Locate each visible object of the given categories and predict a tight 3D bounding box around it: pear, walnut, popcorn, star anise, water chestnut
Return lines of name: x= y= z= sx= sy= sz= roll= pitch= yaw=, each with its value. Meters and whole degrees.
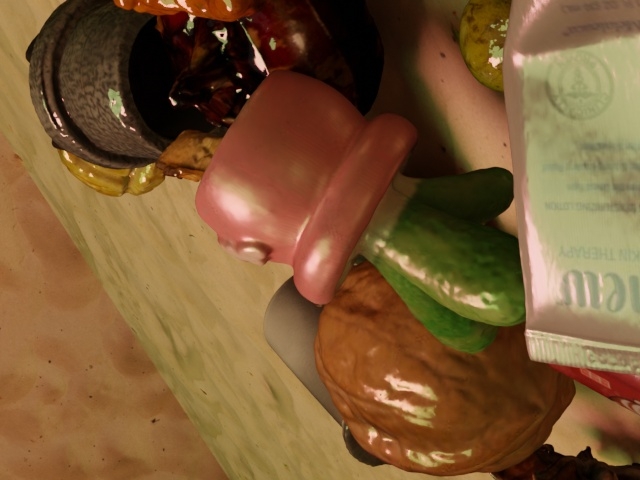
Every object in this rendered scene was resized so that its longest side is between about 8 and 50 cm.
pear: x=0.184 y=-0.195 z=1.125 sx=0.107 sy=0.107 sz=0.131 roll=52 pitch=167 yaw=-6
walnut: x=0.166 y=0.159 z=1.531 sx=0.344 sy=0.306 sz=0.306 roll=26 pitch=150 yaw=48
popcorn: x=-0.350 y=-0.214 z=2.048 sx=0.225 sy=0.276 sz=0.276 roll=13 pitch=160 yaw=-7
star anise: x=0.360 y=0.325 z=1.571 sx=0.288 sy=0.088 sz=0.288 roll=11 pitch=-177 yaw=-1
water chestnut: x=-0.076 y=-0.229 z=1.359 sx=0.300 sy=0.300 sz=0.300 roll=41 pitch=158 yaw=21

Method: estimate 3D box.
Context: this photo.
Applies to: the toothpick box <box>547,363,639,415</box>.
toothpick box: x=0.388 y=0.101 z=1.084 sx=0.333 sy=0.204 sz=0.204 roll=28 pitch=151 yaw=43

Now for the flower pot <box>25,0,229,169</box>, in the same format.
flower pot: x=-0.273 y=-0.254 z=1.757 sx=0.282 sy=0.299 sz=0.299 roll=2 pitch=131 yaw=47

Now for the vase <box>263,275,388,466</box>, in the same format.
vase: x=0.058 y=0.184 z=1.907 sx=0.291 sy=0.245 sz=0.245 roll=41 pitch=159 yaw=43

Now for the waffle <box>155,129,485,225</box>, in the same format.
waffle: x=-0.002 y=-0.065 z=1.518 sx=0.348 sy=0.078 sz=0.304 roll=14 pitch=-178 yaw=-33

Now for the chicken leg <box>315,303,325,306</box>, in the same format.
chicken leg: x=0.004 y=-0.003 z=1.820 sx=0.125 sy=0.080 sz=0.196 roll=-37 pitch=70 yaw=53

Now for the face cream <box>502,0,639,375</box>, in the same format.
face cream: x=0.254 y=-0.085 z=0.961 sx=0.234 sy=0.137 sz=0.420 roll=2 pitch=110 yaw=35

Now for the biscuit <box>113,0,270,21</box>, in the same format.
biscuit: x=-0.079 y=-0.359 z=1.137 sx=0.110 sy=0.318 sz=0.312 roll=27 pitch=175 yaw=-36

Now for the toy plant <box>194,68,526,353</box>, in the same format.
toy plant: x=0.057 y=-0.016 z=1.236 sx=0.356 sy=0.211 sz=0.317 roll=24 pitch=167 yaw=2

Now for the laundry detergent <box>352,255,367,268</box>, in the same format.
laundry detergent: x=-0.023 y=-0.003 z=1.679 sx=0.221 sy=0.078 sz=0.144 roll=11 pitch=178 yaw=-22
